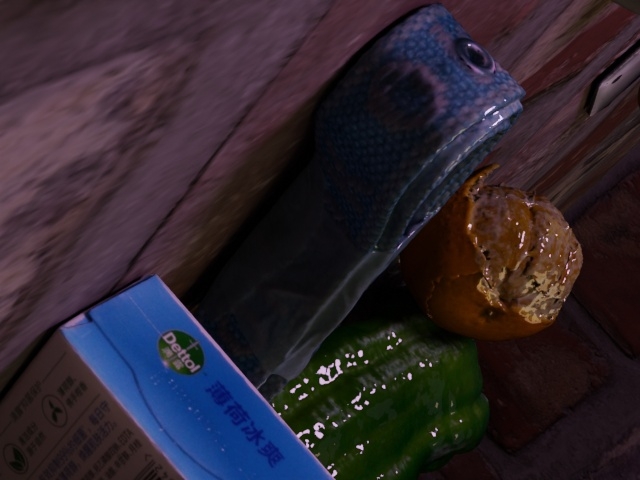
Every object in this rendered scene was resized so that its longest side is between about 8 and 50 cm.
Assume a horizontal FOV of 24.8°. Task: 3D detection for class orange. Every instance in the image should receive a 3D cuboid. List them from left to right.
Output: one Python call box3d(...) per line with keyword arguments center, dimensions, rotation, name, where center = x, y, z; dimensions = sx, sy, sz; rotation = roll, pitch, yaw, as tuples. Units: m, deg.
box3d(center=(0.141, 0.010, 1.212), dimensions=(0.156, 0.134, 0.156), rotation=(-3, 146, -2), name="orange")

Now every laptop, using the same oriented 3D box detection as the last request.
box3d(center=(0.376, -0.229, 1.473), dimensions=(0.269, 0.015, 0.187), rotation=(-42, 172, 3), name="laptop")

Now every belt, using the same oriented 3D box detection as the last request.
box3d(center=(0.000, 0.000, 0.737), dimensions=(0.087, 0.072, 0.302), rotation=(-40, 171, -42), name="belt")

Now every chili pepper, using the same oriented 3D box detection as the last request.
box3d(center=(-0.006, 0.181, 1.238), dimensions=(0.385, 0.167, 0.213), rotation=(-24, 152, -35), name="chili pepper")

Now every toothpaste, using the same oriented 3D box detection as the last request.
box3d(center=(0.065, 0.064, 1.425), dimensions=(0.114, 0.073, 0.299), rotation=(-33, 161, -23), name="toothpaste")

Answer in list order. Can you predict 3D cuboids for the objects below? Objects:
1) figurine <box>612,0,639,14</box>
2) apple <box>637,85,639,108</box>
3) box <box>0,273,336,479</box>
box3d(center=(0.091, -0.123, 0.330), dimensions=(0.126, 0.147, 0.192), rotation=(-60, -169, -1), name="figurine")
box3d(center=(0.375, -0.156, 1.527), dimensions=(0.084, 0.084, 0.071), rotation=(-3, 114, -77), name="apple")
box3d(center=(-0.100, 0.131, 0.702), dimensions=(0.073, 0.139, 0.194), rotation=(-33, 169, -50), name="box")
